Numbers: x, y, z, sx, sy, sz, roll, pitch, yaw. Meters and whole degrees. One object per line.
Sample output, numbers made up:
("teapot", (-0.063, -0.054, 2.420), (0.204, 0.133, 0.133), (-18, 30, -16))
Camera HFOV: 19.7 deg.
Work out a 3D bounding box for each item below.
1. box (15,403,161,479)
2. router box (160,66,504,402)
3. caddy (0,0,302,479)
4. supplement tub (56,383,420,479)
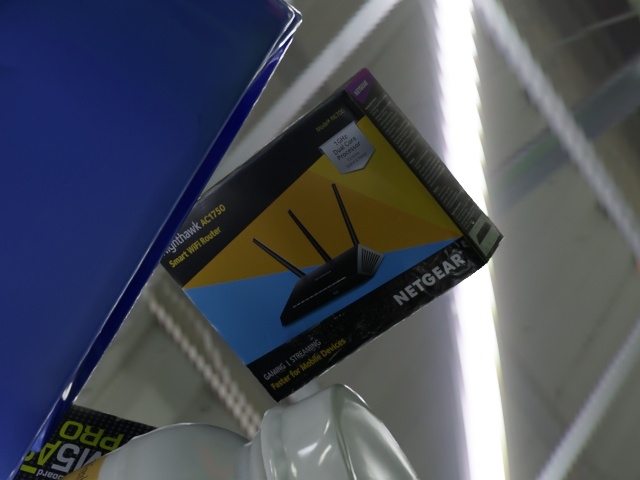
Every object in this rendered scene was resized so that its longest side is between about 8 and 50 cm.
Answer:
("box", (-0.119, 0.193, 1.105), (0.270, 0.216, 0.060), (75, -147, -51))
("router box", (0.000, 0.000, 1.114), (0.133, 0.179, 0.046), (50, -149, -6))
("caddy", (-0.154, -0.041, 0.910), (0.179, 0.241, 0.341), (31, -85, -1))
("supplement tub", (-0.086, 0.214, 0.749), (0.228, 0.316, 0.228), (60, -172, -14))
